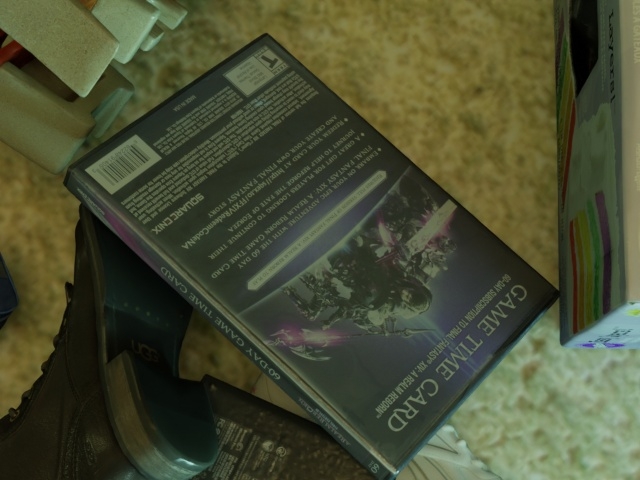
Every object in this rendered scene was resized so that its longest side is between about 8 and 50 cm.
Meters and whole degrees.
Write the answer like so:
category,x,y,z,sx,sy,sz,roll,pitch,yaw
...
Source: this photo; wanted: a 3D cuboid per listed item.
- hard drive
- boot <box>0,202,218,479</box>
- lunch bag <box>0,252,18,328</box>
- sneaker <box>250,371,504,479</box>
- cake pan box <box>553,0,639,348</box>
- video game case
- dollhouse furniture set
category,x,y,z,sx,sy,sz,roll,pitch,yaw
hard drive,-0.031,0.151,0.825,0.135,0.022,0.094,23,75,13
boot,-0.184,0.114,0.861,0.229,0.091,0.263,-39,40,19
lunch bag,-0.251,0.036,0.875,0.098,0.065,0.067,-9,60,-41
sneaker,0.058,0.131,0.875,0.232,0.090,0.115,21,78,2
cake pan box,0.192,-0.075,0.826,0.070,0.246,0.267,1,82,0
video game case,0.000,0.000,0.872,0.274,0.026,0.196,43,52,8
dollhouse furniture set,-0.145,-0.178,0.847,0.135,0.262,0.259,39,120,-4
